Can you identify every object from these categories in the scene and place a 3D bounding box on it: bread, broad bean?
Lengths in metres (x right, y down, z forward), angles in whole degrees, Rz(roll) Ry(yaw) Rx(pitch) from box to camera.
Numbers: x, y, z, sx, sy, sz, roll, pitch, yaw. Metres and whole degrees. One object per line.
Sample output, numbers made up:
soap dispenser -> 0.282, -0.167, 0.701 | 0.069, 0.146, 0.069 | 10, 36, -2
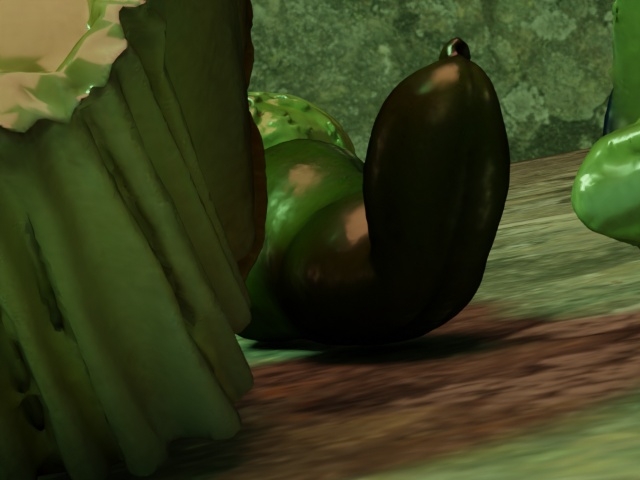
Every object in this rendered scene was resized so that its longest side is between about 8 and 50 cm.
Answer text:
bread -> -0.115, -0.034, 0.411 | 0.210, 0.109, 0.192 | -10, 46, 6
broad bean -> 0.000, 0.000, 0.559 | 0.048, 0.070, 0.213 | 6, -13, -19

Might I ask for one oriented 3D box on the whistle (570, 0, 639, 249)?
whistle -> 0.112, -0.029, 0.427 | 0.105, 0.085, 0.227 | -20, -3, 33

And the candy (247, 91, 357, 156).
candy -> -0.047, 0.000, 0.765 | 0.093, 0.092, 0.335 | 26, 14, 3
